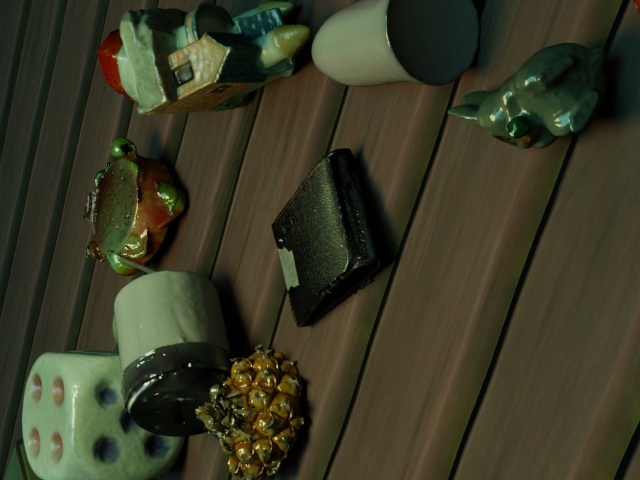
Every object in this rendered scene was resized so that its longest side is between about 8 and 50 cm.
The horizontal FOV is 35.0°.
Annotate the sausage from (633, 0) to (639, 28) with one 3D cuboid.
[{"bbox_3d":[0.391,-0.378,1.253,0.083,0.083,0.263,-39,55,43],"label":"sausage"}]

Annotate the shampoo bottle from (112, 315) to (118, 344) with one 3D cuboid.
[{"bbox_3d":[-0.383,0.179,2.187,0.234,0.087,0.118,-6,77,52],"label":"shampoo bottle"}]

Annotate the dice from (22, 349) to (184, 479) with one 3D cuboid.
[{"bbox_3d":[-0.452,0.361,2.115,0.268,0.265,0.262,-8,81,53],"label":"dice"}]

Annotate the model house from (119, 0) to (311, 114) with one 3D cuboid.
[{"bbox_3d":[-0.148,-0.360,1.812,0.325,0.267,0.194,-14,89,38],"label":"model house"}]

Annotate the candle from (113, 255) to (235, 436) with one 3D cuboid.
[{"bbox_3d":[-0.280,0.189,1.941,0.221,0.221,0.342,-50,40,37],"label":"candle"}]

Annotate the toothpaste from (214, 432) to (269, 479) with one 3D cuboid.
[{"bbox_3d":[-0.156,0.381,1.903,0.040,0.047,0.196,-42,40,-13],"label":"toothpaste"}]

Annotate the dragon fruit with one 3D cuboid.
[{"bbox_3d":[-0.408,-0.072,2.205,0.268,0.130,0.295,13,97,52],"label":"dragon fruit"}]

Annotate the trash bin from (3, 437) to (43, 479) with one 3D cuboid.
[{"bbox_3d":[-0.689,0.670,2.490,0.223,0.158,0.343,61,137,37],"label":"trash bin"}]

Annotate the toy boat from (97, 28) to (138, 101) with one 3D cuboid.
[{"bbox_3d":[-0.320,-0.338,2.000,0.133,0.332,0.145,11,94,13],"label":"toy boat"}]

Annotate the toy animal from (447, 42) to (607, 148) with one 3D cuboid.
[{"bbox_3d":[0.275,-0.182,1.371,0.251,0.127,0.125,-11,90,66],"label":"toy animal"}]

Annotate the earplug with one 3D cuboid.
[{"bbox_3d":[0.084,-0.308,1.581,0.301,0.172,0.172,0,87,58],"label":"earplug"}]

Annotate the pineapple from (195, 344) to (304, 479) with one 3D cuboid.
[{"bbox_3d":[-0.118,0.287,1.770,0.140,0.164,0.249,-16,54,41],"label":"pineapple"}]

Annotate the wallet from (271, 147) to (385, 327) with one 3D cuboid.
[{"bbox_3d":[0.000,0.000,1.731,0.262,0.071,0.220,-46,53,48],"label":"wallet"}]
